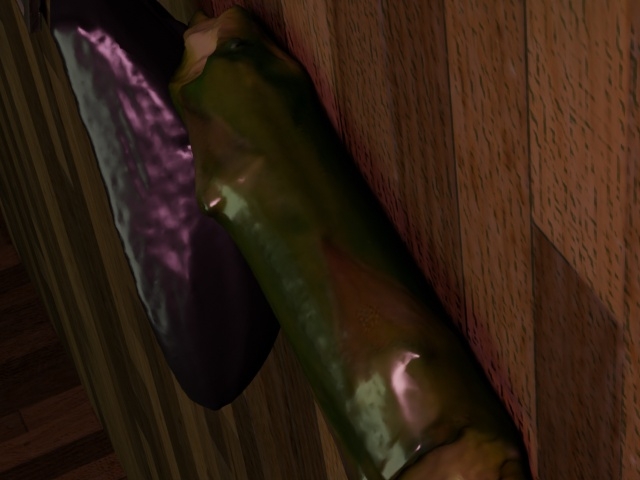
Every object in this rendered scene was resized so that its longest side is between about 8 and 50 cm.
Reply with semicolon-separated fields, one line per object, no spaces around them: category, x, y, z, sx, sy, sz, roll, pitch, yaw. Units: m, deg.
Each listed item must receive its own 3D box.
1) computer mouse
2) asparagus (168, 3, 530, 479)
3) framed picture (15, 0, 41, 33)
computer mouse;-0.071;-0.040;0.945;0.137;0.086;0.270;-59;-49;-80
asparagus;-0.001;0.001;0.795;0.085;0.082;0.343;19;-142;-57
framed picture;-0.326;-0.359;1.593;0.209;0.019;0.281;114;132;-71
